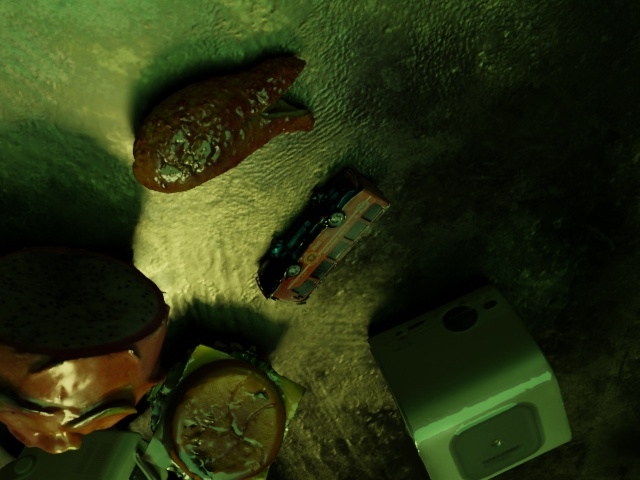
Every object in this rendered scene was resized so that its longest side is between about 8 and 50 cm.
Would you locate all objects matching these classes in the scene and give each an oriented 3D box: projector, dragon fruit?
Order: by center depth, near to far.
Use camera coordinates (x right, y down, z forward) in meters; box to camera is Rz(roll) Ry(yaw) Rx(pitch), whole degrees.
[{"bbox_3d":[-0.341,0.150,1.122,0.291,0.290,0.189,0,121,-18],"label":"dragon fruit"},{"bbox_3d":[-0.392,0.403,1.325,0.243,0.177,0.163,-5,131,24],"label":"projector"},{"bbox_3d":[0.252,0.256,1.427,0.249,0.248,0.248,-25,129,0],"label":"projector"}]

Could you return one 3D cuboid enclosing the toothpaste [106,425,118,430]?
[{"bbox_3d":[-0.354,0.342,1.421,0.040,0.047,0.196,-34,129,-11],"label":"toothpaste"}]

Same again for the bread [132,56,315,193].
[{"bbox_3d":[-0.127,-0.150,1.106,0.269,0.095,0.139,-23,136,-7],"label":"bread"}]

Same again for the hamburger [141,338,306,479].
[{"bbox_3d":[-0.163,0.289,1.345,0.243,0.139,0.261,30,79,-19],"label":"hamburger"}]

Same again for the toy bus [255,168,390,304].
[{"bbox_3d":[0.000,0.000,1.273,0.096,0.073,0.235,24,114,-39],"label":"toy bus"}]
